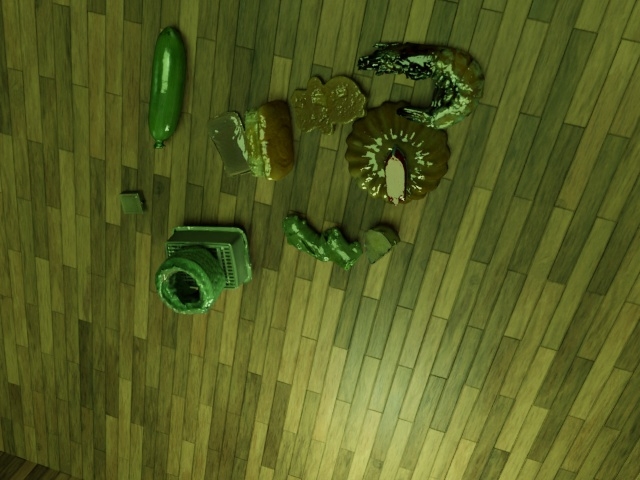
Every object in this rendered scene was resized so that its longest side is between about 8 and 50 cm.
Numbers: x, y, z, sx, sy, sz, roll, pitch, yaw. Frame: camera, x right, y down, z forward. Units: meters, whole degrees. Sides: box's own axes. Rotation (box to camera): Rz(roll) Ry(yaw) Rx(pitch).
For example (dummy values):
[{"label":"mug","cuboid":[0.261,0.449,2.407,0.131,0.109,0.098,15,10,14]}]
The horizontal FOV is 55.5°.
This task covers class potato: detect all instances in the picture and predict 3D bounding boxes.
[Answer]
[{"label":"potato","cuboid":[0.206,-0.002,2.010,0.100,0.089,0.172,51,152,10]}]

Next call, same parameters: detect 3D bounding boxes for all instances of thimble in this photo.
[{"label":"thimble","cuboid":[-0.429,0.137,2.009,0.219,0.150,0.219,7,116,14]}]

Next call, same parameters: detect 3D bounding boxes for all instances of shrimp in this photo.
[{"label":"shrimp","cuboid":[0.278,-0.442,1.730,0.365,0.071,0.233,9,98,10]}]

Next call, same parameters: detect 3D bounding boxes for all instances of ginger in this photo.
[{"label":"ginger","cuboid":[0.005,0.002,2.055,0.290,0.089,0.137,20,138,10]}]

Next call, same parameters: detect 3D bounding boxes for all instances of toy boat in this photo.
[{"label":"toy boat","cuboid":[0.223,-0.193,1.796,0.069,0.059,0.172,-1,110,17]}]

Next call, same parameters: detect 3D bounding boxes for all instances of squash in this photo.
[{"label":"squash","cuboid":[-0.488,-0.474,1.936,0.107,0.107,0.395,19,118,6]}]

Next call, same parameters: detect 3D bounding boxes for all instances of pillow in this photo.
[{"label":"pillow","cuboid":[-0.289,-0.314,2.004,0.135,0.034,0.211,-12,111,25]}]

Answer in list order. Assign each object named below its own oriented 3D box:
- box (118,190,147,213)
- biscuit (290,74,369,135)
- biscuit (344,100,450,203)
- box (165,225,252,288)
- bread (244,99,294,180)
[{"label":"box","cuboid":[-0.674,-0.139,2.196,0.083,0.035,0.079,0,116,14]},{"label":"biscuit","cuboid":[0.027,-0.415,1.846,0.249,0.035,0.184,-12,100,28]},{"label":"biscuit","cuboid":[0.228,-0.258,1.853,0.326,0.107,0.325,7,115,15]},{"label":"box","cuboid":[-0.386,0.054,2.138,0.291,0.166,0.220,2,117,15]},{"label":"bread","cuboid":[-0.158,-0.310,1.889,0.121,0.174,0.245,5,110,18]}]
